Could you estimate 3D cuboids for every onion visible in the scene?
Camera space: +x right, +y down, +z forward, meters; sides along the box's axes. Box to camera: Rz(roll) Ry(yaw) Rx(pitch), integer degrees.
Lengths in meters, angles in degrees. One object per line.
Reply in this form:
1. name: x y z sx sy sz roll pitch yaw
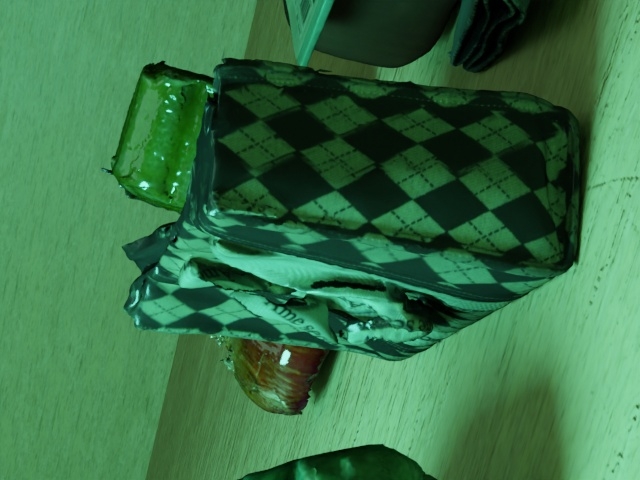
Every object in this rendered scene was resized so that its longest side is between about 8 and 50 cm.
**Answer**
1. onion: -0.064 0.114 1.789 0.230 0.163 0.230 -168 90 -87

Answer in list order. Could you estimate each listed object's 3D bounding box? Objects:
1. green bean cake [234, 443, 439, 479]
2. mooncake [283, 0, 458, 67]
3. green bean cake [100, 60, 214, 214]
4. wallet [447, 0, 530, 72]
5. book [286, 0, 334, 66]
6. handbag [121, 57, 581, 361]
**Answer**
1. green bean cake: 0.000 0.317 1.080 0.307 0.300 0.169 -25 41 26
2. mooncake: 0.072 -0.358 1.541 0.334 0.174 0.326 177 101 -76
3. green bean cake: -0.126 -0.111 1.878 0.319 0.335 0.218 -126 49 -81
4. wallet: 0.178 -0.300 1.254 0.290 0.054 0.251 108 177 -86
5. book: 0.013 -0.347 1.387 0.283 0.025 0.215 117 155 -43
6. handbag: 0.000 0.000 1.195 0.416 0.316 0.180 132 141 -69
